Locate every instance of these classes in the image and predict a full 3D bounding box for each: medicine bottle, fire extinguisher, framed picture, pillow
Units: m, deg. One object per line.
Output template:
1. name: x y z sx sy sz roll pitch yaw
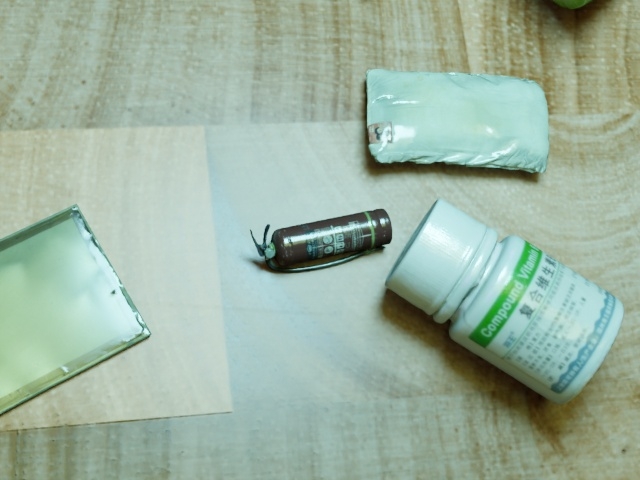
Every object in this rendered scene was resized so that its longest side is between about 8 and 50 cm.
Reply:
1. medicine bottle: 0.198 0.062 1.354 0.237 0.139 0.139 33 68 1
2. fire extinguisher: 0.000 0.000 1.381 0.158 0.043 0.064 -12 116 -15
3. framed picture: -0.317 0.080 1.299 0.231 0.010 0.173 -26 79 -20
4. pillow: 0.162 -0.142 1.462 0.229 0.051 0.128 2 63 -13

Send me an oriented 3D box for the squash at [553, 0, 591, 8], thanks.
1. squash: 0.297 -0.401 1.529 0.155 0.204 0.237 -34 84 0
